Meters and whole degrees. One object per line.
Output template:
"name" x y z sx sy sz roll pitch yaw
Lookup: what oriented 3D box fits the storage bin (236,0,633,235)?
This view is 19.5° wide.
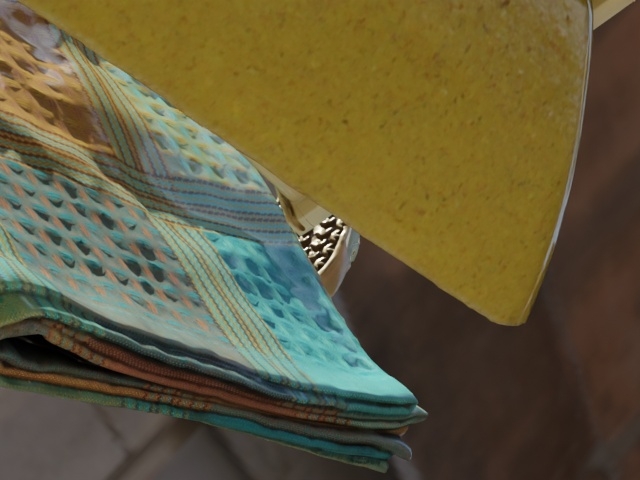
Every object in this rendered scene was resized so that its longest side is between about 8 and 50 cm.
"storage bin" 0.026 -0.191 0.842 0.123 0.260 0.262 42 19 -44

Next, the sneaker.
"sneaker" 0.000 0.000 1.223 0.192 0.064 0.086 -90 165 -53

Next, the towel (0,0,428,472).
"towel" -0.120 -0.056 0.876 0.271 0.040 0.370 19 30 -47

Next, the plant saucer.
"plant saucer" -0.041 -0.177 0.547 0.333 0.081 0.333 33 32 -42
